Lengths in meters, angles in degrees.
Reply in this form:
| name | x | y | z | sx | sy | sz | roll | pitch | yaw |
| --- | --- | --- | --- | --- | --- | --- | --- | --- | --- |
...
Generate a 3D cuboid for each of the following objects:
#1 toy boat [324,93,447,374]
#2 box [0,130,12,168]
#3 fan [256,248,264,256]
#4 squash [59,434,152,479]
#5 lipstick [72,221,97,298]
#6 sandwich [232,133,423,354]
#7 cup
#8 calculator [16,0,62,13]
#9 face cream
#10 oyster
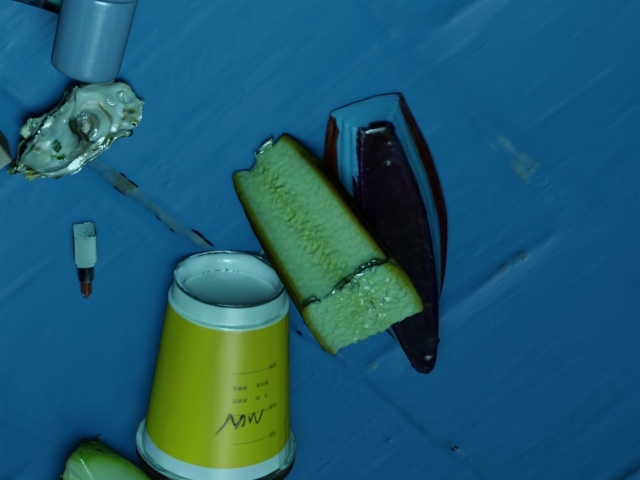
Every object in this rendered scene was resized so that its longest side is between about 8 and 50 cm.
| name | x | y | z | sx | sy | sz | roll | pitch | yaw |
| --- | --- | --- | --- | --- | --- | --- | --- | --- | --- |
| toy boat | 0.090 | 0.007 | 2.010 | 0.136 | 0.079 | 0.392 | -16 | 126 | -3 |
| box | -0.363 | -0.126 | 1.788 | 0.025 | 0.048 | 0.115 | -30 | 130 | 2 |
| fan | -0.052 | -0.006 | 1.997 | 0.085 | 0.005 | 0.133 | 27 | 115 | -32 |
| squash | -0.197 | 0.382 | 2.095 | 0.289 | 0.111 | 0.203 | 35 | 127 | 12 |
| lipstick | -0.268 | 0.027 | 1.948 | 0.025 | 0.025 | 0.107 | -4 | 133 | -12 |
| sandwich | 0.000 | 0.000 | 1.881 | 0.122 | 0.235 | 0.128 | -31 | 141 | 0 |
| cup | -0.116 | 0.163 | 2.002 | 0.196 | 0.196 | 0.279 | -2 | 119 | -15 |
| calculator | -0.263 | -0.339 | 1.648 | 0.274 | 0.058 | 0.248 | 23 | 118 | -31 |
| face cream | -0.181 | -0.331 | 1.593 | 0.136 | 0.086 | 0.385 | 4 | 120 | -25 |
| oyster | -0.271 | -0.117 | 1.818 | 0.166 | 0.053 | 0.108 | -39 | 154 | 4 |
